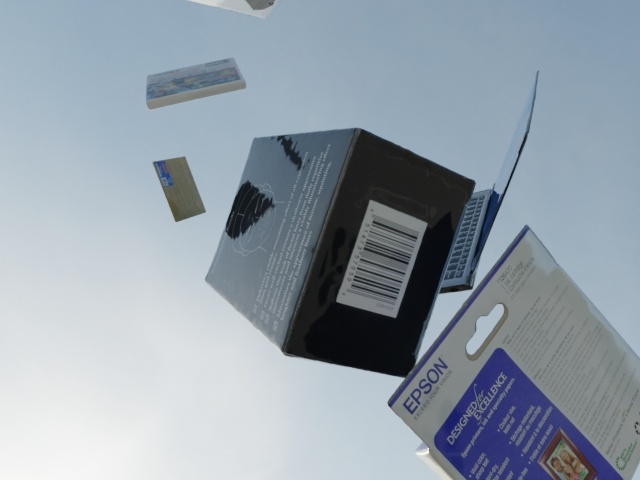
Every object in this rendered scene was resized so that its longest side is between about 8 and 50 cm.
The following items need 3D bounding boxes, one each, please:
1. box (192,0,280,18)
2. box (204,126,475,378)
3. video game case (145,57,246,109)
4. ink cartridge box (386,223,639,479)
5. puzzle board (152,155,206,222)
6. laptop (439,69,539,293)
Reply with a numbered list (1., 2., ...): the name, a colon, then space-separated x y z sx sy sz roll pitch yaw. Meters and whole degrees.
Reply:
1. box: -0.134 -0.396 0.677 0.171 0.091 0.129 0 -95 -29
2. box: 0.000 0.000 0.812 0.212 0.395 0.293 18 -89 -28
3. video game case: -0.270 -0.338 1.078 0.202 0.183 0.023 -15 -54 -8
4. ink cartridge box: 0.259 0.192 0.617 0.307 0.303 0.072 47 -24 -2
5. puzzle board: -0.291 -0.107 1.040 0.011 0.096 0.128 -16 -83 29
6. laptop: 0.227 -0.097 0.961 0.408 0.382 0.236 -13 -67 32
